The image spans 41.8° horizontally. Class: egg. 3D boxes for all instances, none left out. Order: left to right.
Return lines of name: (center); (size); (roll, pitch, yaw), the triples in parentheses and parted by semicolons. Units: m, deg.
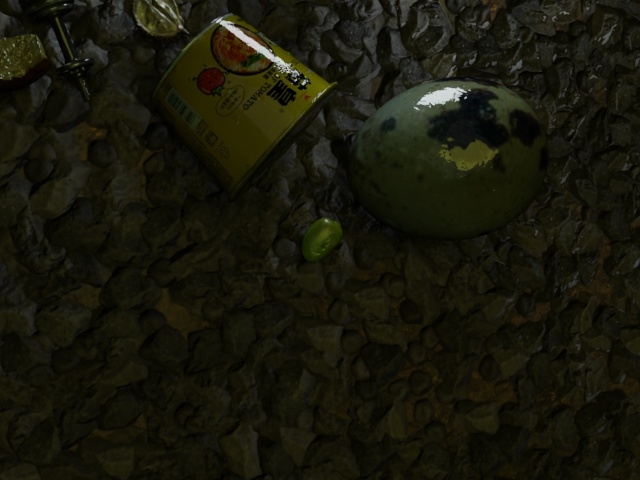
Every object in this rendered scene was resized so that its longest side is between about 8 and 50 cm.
egg: (0.265, -0.170, 1.769); (0.428, 0.345, 0.345); (-5, 88, -4)

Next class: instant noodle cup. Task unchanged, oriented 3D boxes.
instant noodle cup: (-0.162, -0.273, 1.664); (0.254, 0.325, 0.325); (42, 75, -2)

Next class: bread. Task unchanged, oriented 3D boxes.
bread: (-0.599, -0.331, 1.604); (0.156, 0.125, 0.086); (-18, 84, -20)

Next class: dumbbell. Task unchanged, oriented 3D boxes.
dumbbell: (-0.505, -0.397, 1.654); (0.110, 0.110, 0.254); (-24, 100, -19)

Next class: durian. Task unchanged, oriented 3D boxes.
durian: (-0.326, -0.450, 1.729); (0.140, 0.071, 0.110); (35, 71, 0)

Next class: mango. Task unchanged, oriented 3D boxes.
mango: (0.000, 0.000, 1.817); (0.073, 0.056, 0.108); (35, 79, -8)
